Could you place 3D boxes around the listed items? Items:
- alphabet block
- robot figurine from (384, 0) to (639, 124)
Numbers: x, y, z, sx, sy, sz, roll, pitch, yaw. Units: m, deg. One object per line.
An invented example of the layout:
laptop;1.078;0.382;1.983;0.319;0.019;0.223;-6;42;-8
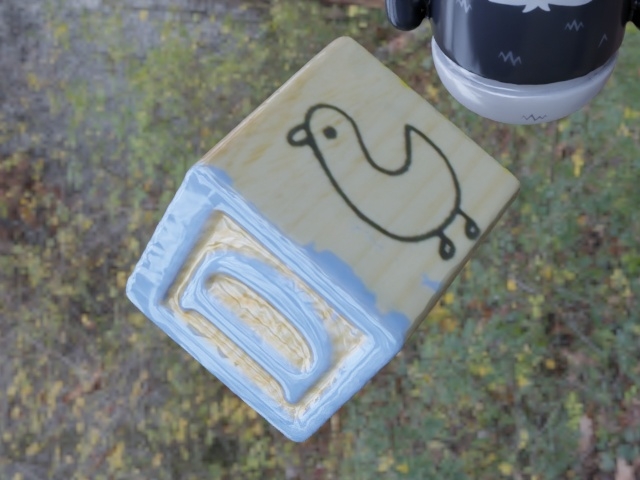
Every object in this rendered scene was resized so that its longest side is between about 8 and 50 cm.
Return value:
alphabet block;0.000;0.000;0.845;0.197;0.192;0.193;-49;0;-40
robot figurine;0.177;-0.230;0.928;0.209;0.173;0.278;35;148;32
